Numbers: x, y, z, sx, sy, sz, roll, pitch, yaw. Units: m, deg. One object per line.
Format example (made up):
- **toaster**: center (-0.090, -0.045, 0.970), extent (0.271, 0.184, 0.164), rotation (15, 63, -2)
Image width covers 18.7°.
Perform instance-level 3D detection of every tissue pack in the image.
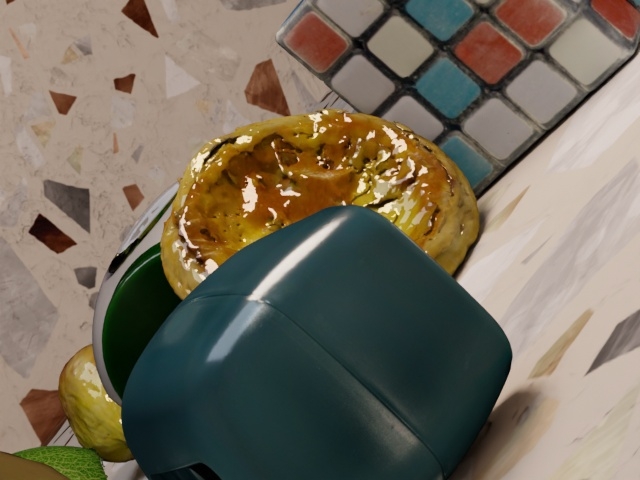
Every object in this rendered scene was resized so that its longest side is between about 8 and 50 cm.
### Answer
- **tissue pack**: center (-0.020, 0.110, 1.308), extent (0.206, 0.198, 0.287), rotation (-48, 9, -21)

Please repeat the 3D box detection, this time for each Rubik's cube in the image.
- **Rubik's cube**: center (0.156, -0.243, 1.863), extent (0.259, 0.253, 0.256), rotation (-41, 11, 40)

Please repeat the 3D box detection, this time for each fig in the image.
- **fig**: center (-0.232, 0.216, 2.396), extent (0.159, 0.159, 0.257), rotation (-49, 23, 2)

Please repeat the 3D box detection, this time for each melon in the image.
- **melon**: center (-0.365, 0.310, 2.363), extent (0.265, 0.169, 0.129), rotation (148, 126, -61)

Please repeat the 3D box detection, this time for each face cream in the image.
- **face cream**: center (-0.105, 0.057, 2.027), extent (0.312, 0.219, 0.357), rotation (-48, 10, 10)

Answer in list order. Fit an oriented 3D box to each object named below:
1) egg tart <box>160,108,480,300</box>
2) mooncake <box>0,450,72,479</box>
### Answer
- **egg tart**: center (0.000, 0.000, 1.761), extent (0.290, 0.290, 0.115), rotation (-55, -26, -36)
- **mooncake**: center (-0.360, 0.354, 1.525), extent (0.467, 0.262, 0.467), rotation (-62, 8, 15)
